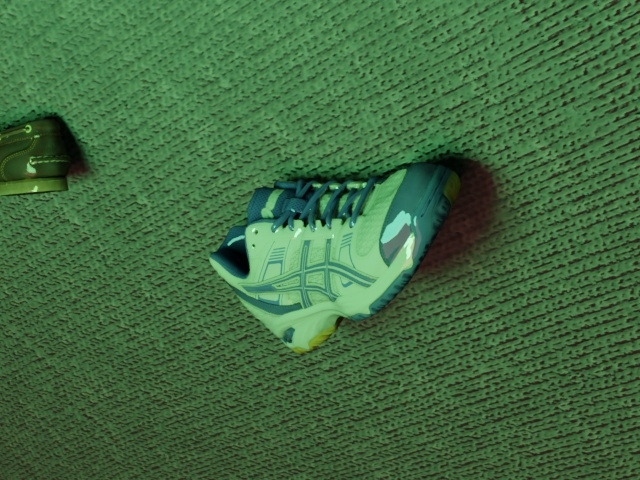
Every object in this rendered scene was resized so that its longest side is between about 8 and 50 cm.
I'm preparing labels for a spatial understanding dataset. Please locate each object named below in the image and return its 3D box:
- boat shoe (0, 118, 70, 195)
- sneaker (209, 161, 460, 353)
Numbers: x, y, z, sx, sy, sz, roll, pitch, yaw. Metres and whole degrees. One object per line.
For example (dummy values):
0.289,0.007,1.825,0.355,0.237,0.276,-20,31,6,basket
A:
-0.314,-0.074,1.642,0.207,0.073,0.073,-5,93,36,boat shoe
0.000,0.000,1.450,0.131,0.112,0.296,39,143,-9,sneaker
